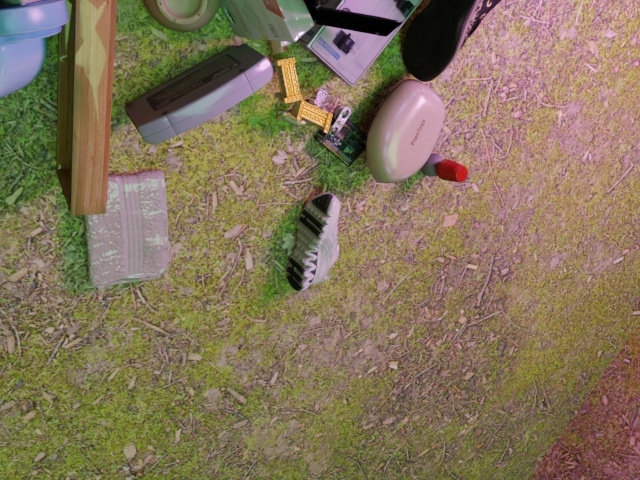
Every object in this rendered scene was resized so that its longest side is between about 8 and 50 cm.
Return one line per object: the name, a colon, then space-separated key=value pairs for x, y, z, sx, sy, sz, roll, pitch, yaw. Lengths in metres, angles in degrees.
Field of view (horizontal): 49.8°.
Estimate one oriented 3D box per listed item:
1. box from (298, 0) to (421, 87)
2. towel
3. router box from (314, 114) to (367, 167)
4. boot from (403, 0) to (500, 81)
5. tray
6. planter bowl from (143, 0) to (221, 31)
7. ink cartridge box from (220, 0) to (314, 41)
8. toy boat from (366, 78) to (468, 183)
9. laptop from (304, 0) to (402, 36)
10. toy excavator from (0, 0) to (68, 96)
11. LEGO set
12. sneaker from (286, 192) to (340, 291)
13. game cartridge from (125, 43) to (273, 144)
box: x=0.093 y=-0.515 z=1.548 sx=0.169 sy=0.087 sz=0.290 roll=35 pitch=98 yaw=-39
towel: x=-0.446 y=-0.022 z=1.579 sx=0.187 sy=0.049 sz=0.282 roll=-10 pitch=123 yaw=-24
router box: x=0.057 y=-0.253 z=1.721 sx=0.092 sy=0.038 sz=0.122 roll=-50 pitch=129 yaw=5
boot: x=0.360 y=-0.559 z=1.615 sx=0.284 sy=0.138 sz=0.377 roll=-36 pitch=161 yaw=-32
tray: x=-0.451 y=-0.278 z=1.317 sx=0.076 sy=0.203 sz=0.411 roll=-4 pitch=121 yaw=-28
planter bowl: x=-0.268 y=-0.477 z=1.332 sx=0.162 sy=0.109 sz=0.162 roll=-4 pitch=119 yaw=-8
ink cartridge box: x=-0.119 y=-0.474 z=1.404 sx=0.067 sy=0.198 sz=0.115 roll=-48 pitch=133 yaw=-22
toy boat: x=0.240 y=-0.242 z=1.765 sx=0.318 sy=0.148 sz=0.268 roll=32 pitch=88 yaw=-36
laptop: x=0.028 y=-0.504 z=1.350 sx=0.136 sy=0.234 sz=0.264 roll=-27 pitch=100 yaw=3
toy excavator: x=-0.627 y=-0.282 z=1.170 sx=0.432 sy=0.222 sz=0.446 roll=1 pitch=114 yaw=9
LEGO set: x=-0.063 y=-0.341 z=1.583 sx=0.287 sy=0.107 sz=0.132 roll=45 pitch=69 yaw=-32
sneaker: x=0.000 y=0.000 z=1.813 sx=0.118 sy=0.110 sz=0.292 roll=-6 pitch=130 yaw=-35
game cartridge: x=-0.250 y=-0.303 z=1.417 sx=0.297 sy=0.198 sz=0.062 roll=-31 pitch=129 yaw=-8
